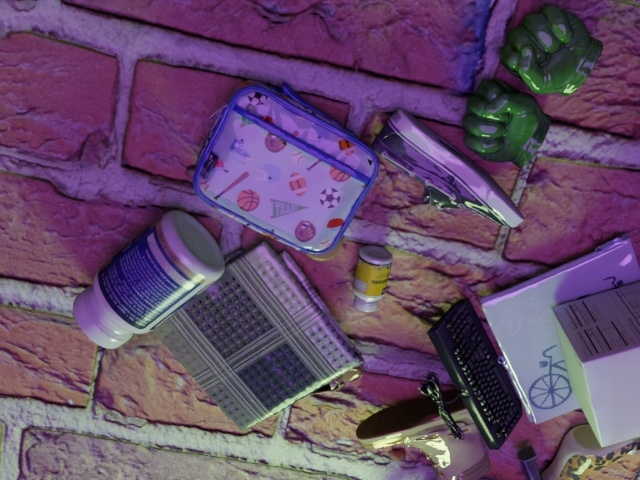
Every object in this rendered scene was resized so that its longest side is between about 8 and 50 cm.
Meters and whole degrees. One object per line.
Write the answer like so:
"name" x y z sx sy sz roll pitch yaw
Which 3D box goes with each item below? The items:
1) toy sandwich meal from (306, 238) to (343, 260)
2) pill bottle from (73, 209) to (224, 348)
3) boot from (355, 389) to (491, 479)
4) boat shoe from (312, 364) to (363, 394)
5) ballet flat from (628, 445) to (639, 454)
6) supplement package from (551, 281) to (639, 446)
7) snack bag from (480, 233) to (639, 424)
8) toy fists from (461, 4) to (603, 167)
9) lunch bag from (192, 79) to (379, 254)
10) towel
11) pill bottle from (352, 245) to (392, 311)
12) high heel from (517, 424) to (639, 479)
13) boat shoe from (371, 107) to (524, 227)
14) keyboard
"toy sandwich meal" 0.000 0.000 1.572 0.085 0.029 0.086 -4 111 -10
"pill bottle" -0.319 0.077 1.537 0.264 0.153 0.153 -37 110 16
"boot" 0.218 0.433 1.736 0.261 0.095 0.204 -17 114 -3
"boat shoe" 0.023 0.286 1.695 0.135 0.045 0.050 -18 114 8
"ballet flat" 0.669 0.421 1.755 0.168 0.052 0.057 -15 114 7
"supplement package" 0.597 0.212 1.539 0.262 0.198 0.199 -17 115 6
"snack bag" 0.506 0.184 1.653 0.323 0.037 0.343 -25 113 11
"toy fists" 0.347 -0.257 1.414 0.142 0.096 0.279 26 114 -11
"lunch bag" -0.064 -0.133 1.456 0.303 0.115 0.243 28 105 -13
"towel" -0.129 0.187 1.637 0.312 0.056 0.324 -33 105 17
"pill bottle" 0.096 0.074 1.585 0.065 0.065 0.116 9 115 -4
"high heel" 0.563 0.489 1.771 0.261 0.093 0.186 -17 118 13
"boat shoe" 0.223 -0.104 1.480 0.301 0.108 0.102 36 110 -13
"keyboard" 0.293 0.287 1.639 0.201 0.033 0.317 -42 114 -27
